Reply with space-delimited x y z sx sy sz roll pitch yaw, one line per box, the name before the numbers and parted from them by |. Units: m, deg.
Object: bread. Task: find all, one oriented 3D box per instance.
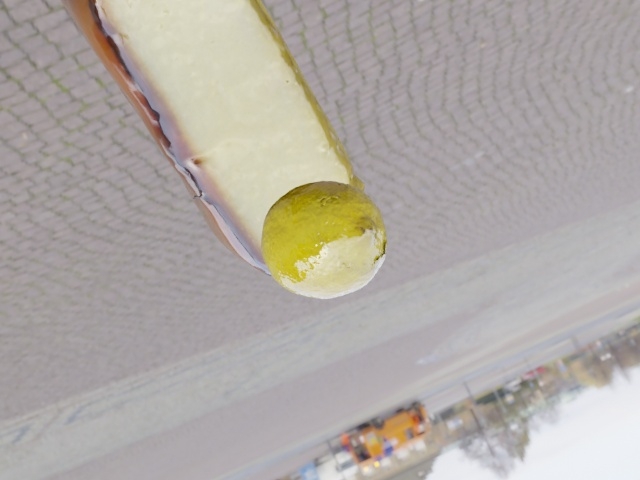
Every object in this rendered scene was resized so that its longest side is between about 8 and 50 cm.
bread | -0.122 -0.165 0.887 0.143 0.333 0.323 -34 124 -3

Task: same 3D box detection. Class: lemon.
lemon | 0.000 0.000 0.487 0.062 0.062 0.083 -15 -177 -37
